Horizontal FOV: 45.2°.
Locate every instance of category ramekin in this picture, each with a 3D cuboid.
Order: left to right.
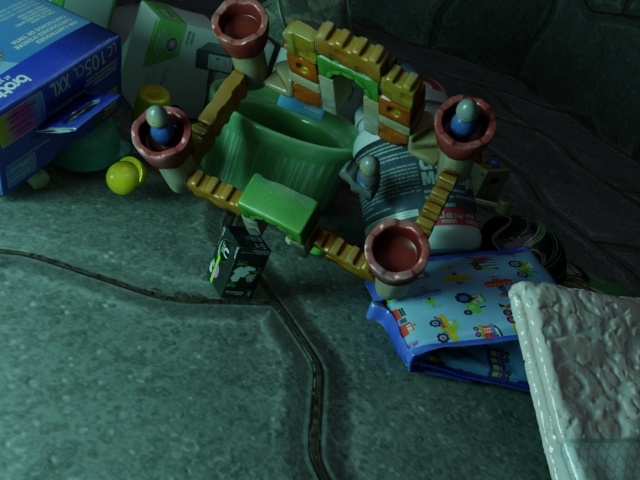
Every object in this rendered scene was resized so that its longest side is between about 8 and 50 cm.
[{"bbox_3d":[-0.081,-0.174,1.438,0.303,0.148,0.303,19,24,-9],"label":"ramekin"}]

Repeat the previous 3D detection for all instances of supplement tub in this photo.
[{"bbox_3d":[0.158,-0.098,1.299,0.191,0.191,0.272,3,72,-37],"label":"supplement tub"}]

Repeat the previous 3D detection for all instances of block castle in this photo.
[{"bbox_3d":[-0.005,-0.144,1.102,0.453,0.303,0.213,27,-17,13],"label":"block castle"}]

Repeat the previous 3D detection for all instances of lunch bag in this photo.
[{"bbox_3d":[-0.035,-0.413,1.786,0.235,0.287,0.168,-21,13,-42],"label":"lunch bag"},{"bbox_3d":[0.212,0.111,1.157,0.293,0.138,0.221,5,31,-16],"label":"lunch bag"}]

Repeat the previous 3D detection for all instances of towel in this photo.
[{"bbox_3d":[0.414,0.212,1.009,0.331,0.053,0.317,10,57,-27],"label":"towel"}]

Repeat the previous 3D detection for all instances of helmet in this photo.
[{"bbox_3d":[0.352,0.036,1.370,0.169,0.169,0.161,28,40,12],"label":"helmet"}]

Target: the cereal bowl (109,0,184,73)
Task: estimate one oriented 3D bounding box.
[{"bbox_3d":[-0.363,-0.468,1.817,0.338,0.141,0.339,20,24,-9],"label":"cereal bowl"}]

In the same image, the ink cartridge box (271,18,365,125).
[{"bbox_3d":[-0.006,-0.293,1.605,0.197,0.273,0.114,28,21,12],"label":"ink cartridge box"}]

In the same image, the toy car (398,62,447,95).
[{"bbox_3d":[0.183,-0.288,1.875,0.237,0.210,0.219,-19,58,-40],"label":"toy car"}]

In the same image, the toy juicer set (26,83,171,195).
[{"bbox_3d":[-0.366,-0.136,1.211,0.328,0.090,0.209,-13,56,-27],"label":"toy juicer set"}]

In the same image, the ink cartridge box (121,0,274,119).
[{"bbox_3d":[-0.259,-0.364,1.616,0.272,0.198,0.115,3,31,-36],"label":"ink cartridge box"}]

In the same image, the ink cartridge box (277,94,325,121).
[{"bbox_3d":[-0.010,-0.309,1.417,0.089,0.143,0.092,22,24,-2],"label":"ink cartridge box"}]

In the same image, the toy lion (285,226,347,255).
[{"bbox_3d":[0.000,0.000,1.299,0.096,0.034,0.100,34,26,7],"label":"toy lion"}]

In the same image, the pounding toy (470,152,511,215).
[{"bbox_3d":[0.390,-0.150,1.869,0.206,0.094,0.181,38,28,31],"label":"pounding toy"}]

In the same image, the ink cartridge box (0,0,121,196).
[{"bbox_3d":[-0.477,-0.237,1.112,0.395,0.151,0.270,28,48,11],"label":"ink cartridge box"}]

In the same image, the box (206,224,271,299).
[{"bbox_3d":[-0.114,0.031,1.063,0.052,0.083,0.062,7,28,-34],"label":"box"}]

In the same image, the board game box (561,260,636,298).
[{"bbox_3d":[0.527,0.086,1.582,0.259,0.030,0.136,27,22,8],"label":"board game box"}]

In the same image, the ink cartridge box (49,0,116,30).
[{"bbox_3d":[-0.566,-0.523,1.660,0.121,0.211,0.289,-2,34,-43],"label":"ink cartridge box"}]
